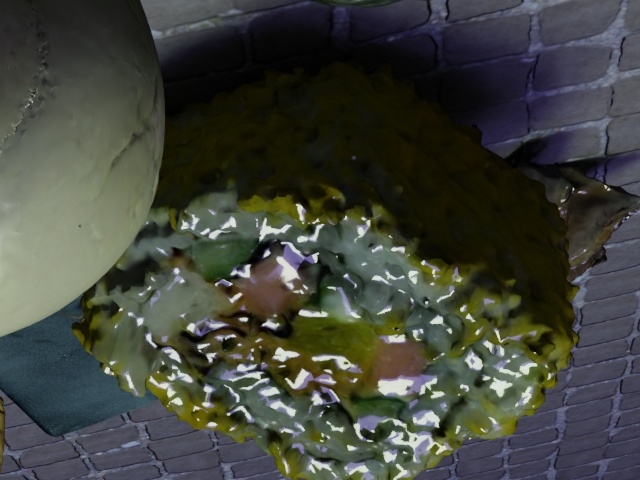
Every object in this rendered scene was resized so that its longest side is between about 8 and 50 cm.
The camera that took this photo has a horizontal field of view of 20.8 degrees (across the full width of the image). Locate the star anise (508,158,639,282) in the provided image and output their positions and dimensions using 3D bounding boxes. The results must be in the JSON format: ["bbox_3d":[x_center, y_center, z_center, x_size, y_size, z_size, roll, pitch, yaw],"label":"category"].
[{"bbox_3d":[0.172,0.011,1.818,0.332,0.117,0.331,-16,152,-9],"label":"star anise"}]

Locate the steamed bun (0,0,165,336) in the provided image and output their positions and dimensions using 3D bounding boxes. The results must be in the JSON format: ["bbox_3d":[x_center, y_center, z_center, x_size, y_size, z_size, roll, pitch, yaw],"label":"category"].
[{"bbox_3d":[-0.261,-0.096,1.142,0.334,0.312,0.233,-15,159,-14],"label":"steamed bun"}]

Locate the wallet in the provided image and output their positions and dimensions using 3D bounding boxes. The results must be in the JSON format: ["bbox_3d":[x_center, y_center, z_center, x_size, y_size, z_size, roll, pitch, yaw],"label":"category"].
[{"bbox_3d":[-0.282,0.121,1.922,0.191,0.046,0.379,-17,154,5],"label":"wallet"}]

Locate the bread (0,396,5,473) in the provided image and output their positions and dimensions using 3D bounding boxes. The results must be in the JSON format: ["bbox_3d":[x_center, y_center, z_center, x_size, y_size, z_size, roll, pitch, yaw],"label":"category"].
[{"bbox_3d":[-0.468,0.256,1.984,0.119,0.152,0.288,20,144,-36],"label":"bread"}]

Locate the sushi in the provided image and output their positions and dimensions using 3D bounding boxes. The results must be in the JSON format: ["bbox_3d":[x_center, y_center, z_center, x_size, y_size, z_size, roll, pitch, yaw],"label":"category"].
[{"bbox_3d":[-0.001,0.041,1.528,0.396,0.240,0.351,33,127,-22],"label":"sushi"}]

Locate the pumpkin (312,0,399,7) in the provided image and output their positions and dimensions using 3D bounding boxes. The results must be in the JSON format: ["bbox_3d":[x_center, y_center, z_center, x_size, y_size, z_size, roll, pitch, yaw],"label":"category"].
[{"bbox_3d":[0.071,-0.267,1.059,0.300,0.207,0.300,-23,160,-9],"label":"pumpkin"}]

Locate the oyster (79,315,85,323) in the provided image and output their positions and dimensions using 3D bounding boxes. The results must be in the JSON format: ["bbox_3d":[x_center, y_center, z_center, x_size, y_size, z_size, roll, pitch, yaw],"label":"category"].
[{"bbox_3d":[-0.171,0.040,1.761,0.122,0.045,0.146,-11,139,-33],"label":"oyster"}]
